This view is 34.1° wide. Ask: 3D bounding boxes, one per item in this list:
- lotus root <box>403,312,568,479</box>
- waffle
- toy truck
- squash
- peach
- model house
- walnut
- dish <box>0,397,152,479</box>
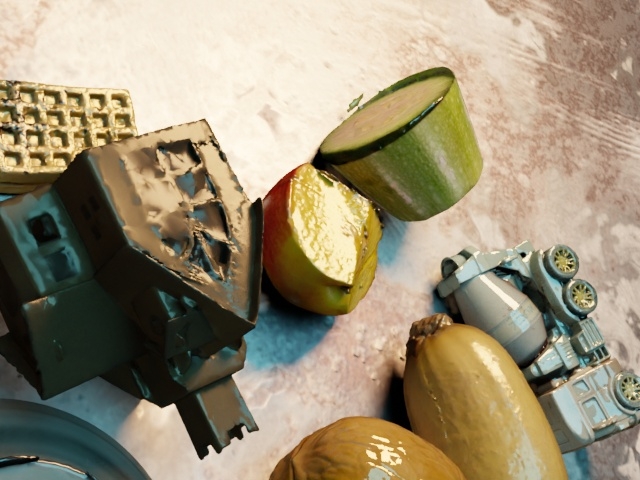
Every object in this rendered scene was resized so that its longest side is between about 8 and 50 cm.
[{"bbox_3d":[0.166,0.209,1.032,0.131,0.146,0.303,-15,69,-5],"label":"lotus root"},{"bbox_3d":[-0.239,-0.094,0.956,0.148,0.042,0.102,0,68,-36],"label":"waffle"},{"bbox_3d":[0.240,0.115,1.166,0.140,0.108,0.256,-21,78,-28],"label":"toy truck"},{"bbox_3d":[0.096,-0.104,1.140,0.123,0.170,0.170,52,46,-25],"label":"squash"},{"bbox_3d":[-0.007,0.003,1.030,0.151,0.118,0.151,2,90,-67],"label":"peach"},{"bbox_3d":[-0.145,0.066,0.834,0.204,0.211,0.243,-23,82,-39],"label":"model house"},{"bbox_3d":[0.051,0.243,0.916,0.197,0.165,0.165,28,54,-18],"label":"walnut"},{"bbox_3d":[-0.221,0.251,0.753,0.316,0.106,0.316,16,59,-30],"label":"dish"}]
